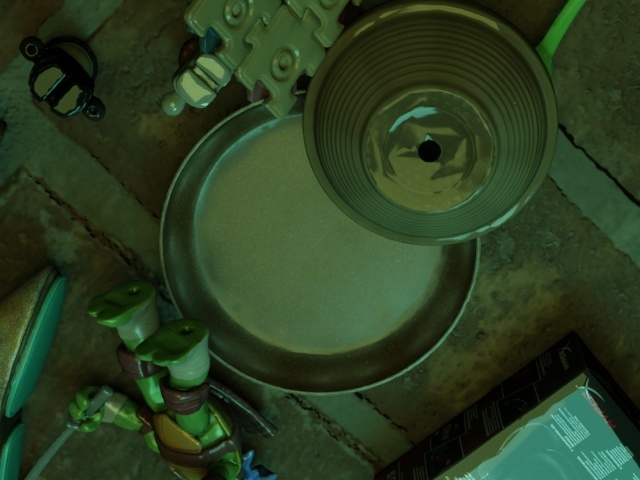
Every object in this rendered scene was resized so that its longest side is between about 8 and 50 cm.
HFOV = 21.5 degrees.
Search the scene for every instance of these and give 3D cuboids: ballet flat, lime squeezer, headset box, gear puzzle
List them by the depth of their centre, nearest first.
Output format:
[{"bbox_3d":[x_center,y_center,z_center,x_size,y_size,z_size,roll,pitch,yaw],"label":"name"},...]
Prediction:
[{"bbox_3d":[-0.001,-0.288,1.485,0.339,0.044,0.175,-57,137,-11],"label":"gear puzzle"},{"bbox_3d":[0.147,-0.176,1.581,0.310,0.059,0.110,-17,107,8],"label":"lime squeezer"},{"bbox_3d":[-0.339,0.160,1.675,0.106,0.107,0.316,18,106,3],"label":"ballet flat"},{"bbox_3d":[0.207,0.270,1.689,0.293,0.110,0.218,-38,102,12],"label":"headset box"}]

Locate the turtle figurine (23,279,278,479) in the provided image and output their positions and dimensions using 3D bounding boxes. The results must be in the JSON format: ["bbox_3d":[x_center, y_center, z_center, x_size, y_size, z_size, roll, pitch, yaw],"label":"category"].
[{"bbox_3d":[-0.178,0.194,1.613,0.275,0.198,0.266,-8,124,-1],"label":"turtle figurine"}]

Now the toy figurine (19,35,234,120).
[{"bbox_3d":[-0.173,-0.218,1.536,0.210,0.148,0.213,-5,105,-4],"label":"toy figurine"}]

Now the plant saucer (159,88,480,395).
[{"bbox_3d":[0.000,0.000,1.643,0.311,0.050,0.310,1,107,2],"label":"plant saucer"}]

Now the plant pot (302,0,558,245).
[{"bbox_3d":[0.098,-0.096,1.522,0.237,0.110,0.237,2,110,5],"label":"plant pot"}]

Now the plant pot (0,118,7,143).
[{"bbox_3d":[-0.391,-0.082,1.576,0.165,0.167,0.167,19,107,-13],"label":"plant pot"}]
